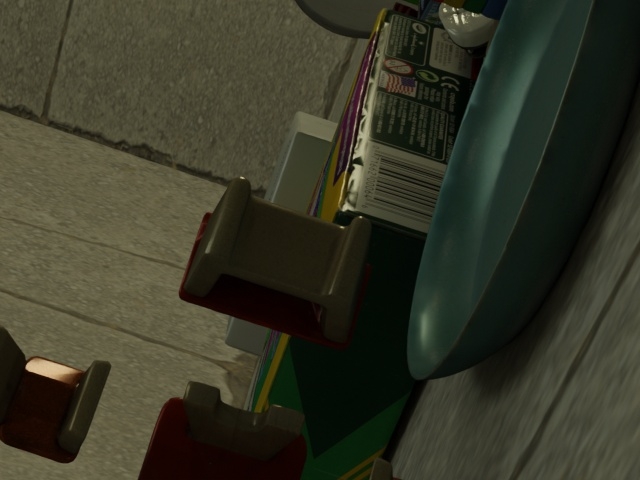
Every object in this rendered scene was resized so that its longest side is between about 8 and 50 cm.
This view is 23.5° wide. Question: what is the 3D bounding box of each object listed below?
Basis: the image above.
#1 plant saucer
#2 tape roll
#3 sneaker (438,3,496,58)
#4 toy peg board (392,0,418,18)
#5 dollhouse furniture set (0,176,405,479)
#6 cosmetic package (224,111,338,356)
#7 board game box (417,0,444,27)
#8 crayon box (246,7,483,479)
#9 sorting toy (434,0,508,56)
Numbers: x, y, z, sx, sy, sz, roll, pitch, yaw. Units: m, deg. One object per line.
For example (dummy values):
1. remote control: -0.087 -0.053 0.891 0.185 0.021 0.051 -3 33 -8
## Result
1. plant saucer: 0.121 -0.066 0.870 0.317 0.043 0.318 -161 90 -87
2. tape roll: 0.058 -0.349 1.805 0.072 0.219 0.219 166 123 -86
3. sneaker: 0.133 -0.175 1.239 0.158 0.061 0.065 -70 -31 -62
4. toy peg board: 0.098 -0.206 1.600 0.161 0.079 0.161 -83 13 -74
5. dollhouse furniture set: -0.049 0.112 0.814 0.135 0.262 0.259 112 176 -66
6. cosmetic package: 0.000 0.000 1.584 0.225 0.138 0.224 -102 31 -80
7. board game box: 0.140 -0.302 1.372 0.194 0.060 0.194 166 108 -80
8. crayon box: 0.030 0.029 1.241 0.363 0.106 0.313 -77 5 -59
9. sorting toy: 0.161 -0.301 1.089 0.257 0.089 0.256 115 173 -62
